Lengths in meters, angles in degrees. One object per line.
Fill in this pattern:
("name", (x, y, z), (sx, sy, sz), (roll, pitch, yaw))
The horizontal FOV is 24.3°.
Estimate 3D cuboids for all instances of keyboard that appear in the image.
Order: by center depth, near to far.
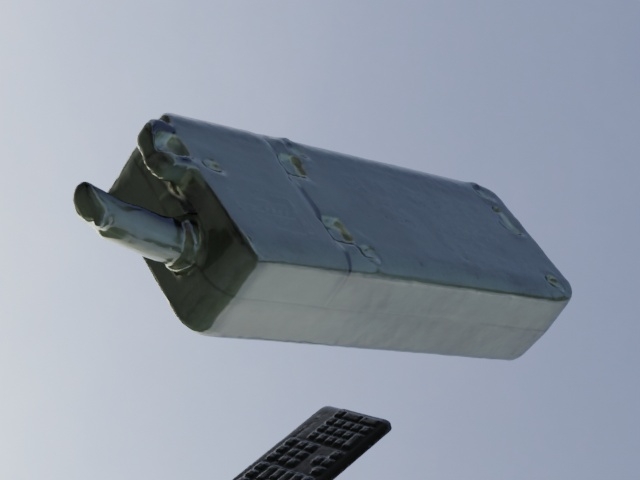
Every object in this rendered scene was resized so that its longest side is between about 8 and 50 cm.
("keyboard", (-0.093, 0.259, 1.264), (0.103, 0.381, 0.041), (6, -49, 49))

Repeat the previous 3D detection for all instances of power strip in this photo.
("power strip", (0.000, 0.000, 0.664), (0.053, 0.288, 0.093), (-52, -127, 25))
